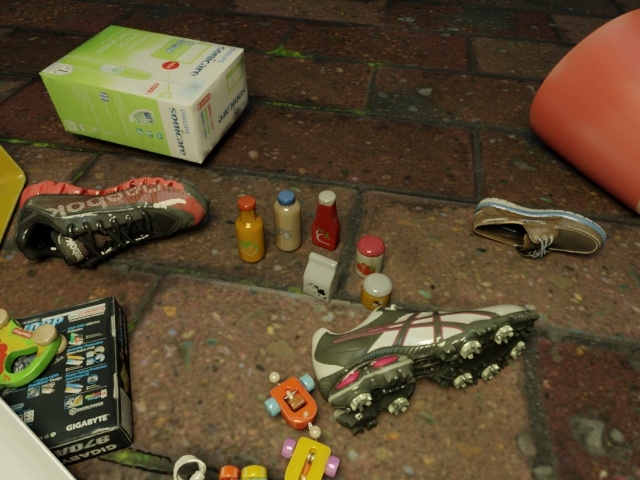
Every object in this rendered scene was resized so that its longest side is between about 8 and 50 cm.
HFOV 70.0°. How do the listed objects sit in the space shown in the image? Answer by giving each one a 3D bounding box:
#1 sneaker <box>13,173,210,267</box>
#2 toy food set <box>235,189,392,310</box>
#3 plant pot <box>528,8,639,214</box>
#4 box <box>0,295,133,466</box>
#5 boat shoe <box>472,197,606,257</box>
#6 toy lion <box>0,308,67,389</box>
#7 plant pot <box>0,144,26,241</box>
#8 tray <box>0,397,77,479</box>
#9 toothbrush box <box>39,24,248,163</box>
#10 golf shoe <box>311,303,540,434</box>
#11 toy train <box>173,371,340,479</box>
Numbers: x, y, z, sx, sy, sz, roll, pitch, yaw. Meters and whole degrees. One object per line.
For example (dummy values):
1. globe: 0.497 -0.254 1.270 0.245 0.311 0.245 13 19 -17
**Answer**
1. sneaker: -0.299 -0.023 0.652 0.276 0.097 0.135 -3 45 -1
2. toy food set: 0.000 0.000 0.631 0.232 0.104 0.111 22 49 20
3. plant pot: 0.534 -0.191 0.749 0.275 0.275 0.243 -12 57 -13
4. box: -0.328 0.165 0.496 0.220 0.051 0.175 -14 47 -14
5. boat shoe: 0.319 -0.007 0.683 0.183 0.066 0.066 15 51 27
6. toy lion: -0.338 0.125 0.479 0.100 0.034 0.096 13 53 11
7. plant pot: -0.593 -0.082 0.640 0.187 0.212 0.212 -16 47 1
8. tray: -0.325 0.211 0.400 0.270 0.030 0.145 42 68 7
9. toothbrush box: -0.304 -0.274 0.834 0.283 0.122 0.206 16 50 10
10. golf shoe: 0.121 0.112 0.529 0.273 0.105 0.120 -14 40 -15
11. toy train: -0.053 0.216 0.460 0.166 0.046 0.125 -30 52 -31
